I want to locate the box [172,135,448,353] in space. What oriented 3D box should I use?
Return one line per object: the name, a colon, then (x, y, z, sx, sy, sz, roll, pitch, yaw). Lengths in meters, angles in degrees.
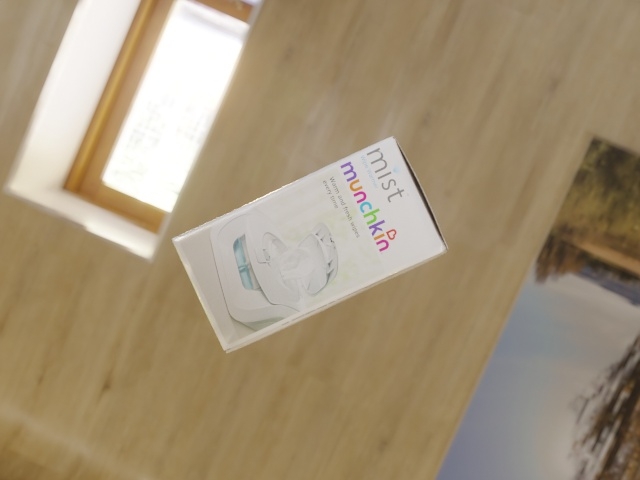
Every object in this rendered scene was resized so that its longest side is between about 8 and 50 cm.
box: (0.000, 0.000, 1.135, 0.126, 0.231, 0.262, 64, -175, -1)
